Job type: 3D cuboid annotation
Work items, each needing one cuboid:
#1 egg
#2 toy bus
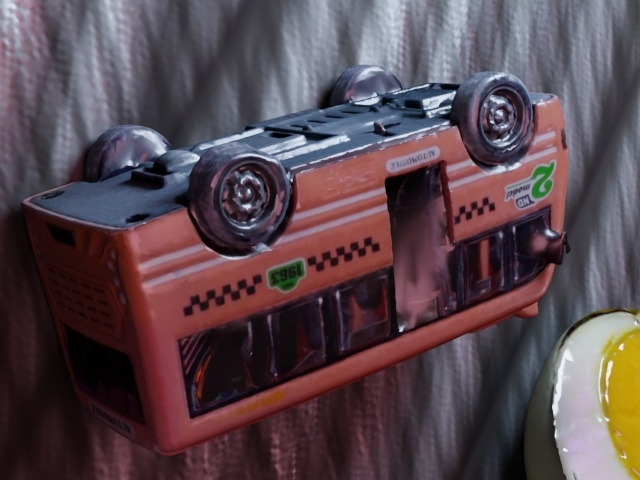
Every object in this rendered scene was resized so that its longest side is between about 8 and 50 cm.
[{"bbox_3d":[0.300,0.220,1.226,0.264,0.174,0.286,-1,68,-31],"label":"egg"},{"bbox_3d":[0.000,0.000,0.975,0.427,0.203,0.233,-18,108,-31],"label":"toy bus"}]
